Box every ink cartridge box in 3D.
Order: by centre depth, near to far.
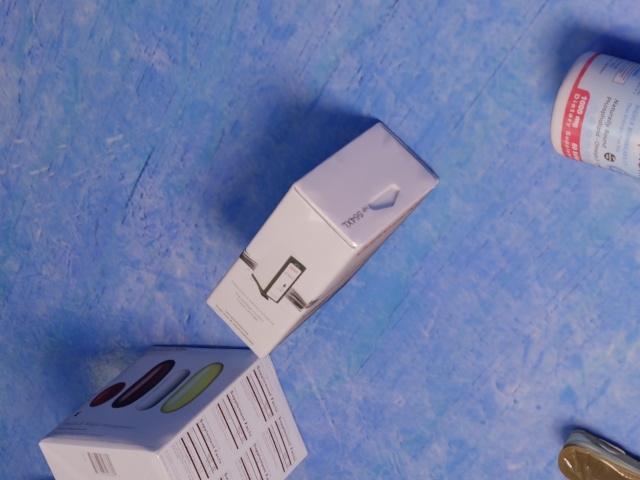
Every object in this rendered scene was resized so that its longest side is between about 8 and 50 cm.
[{"bbox_3d":[0.000,0.000,1.285,0.086,0.148,0.203,45,136,6],"label":"ink cartridge box"}]

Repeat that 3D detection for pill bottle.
[{"bbox_3d":[0.267,-0.087,1.056,0.160,0.087,0.087,20,130,27],"label":"pill bottle"}]

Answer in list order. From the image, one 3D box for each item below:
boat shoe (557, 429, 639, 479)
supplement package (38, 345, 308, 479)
[{"bbox_3d":[0.299,0.232,1.293,0.153,0.048,0.056,28,121,11],"label":"boat shoe"},{"bbox_3d":[-0.163,0.234,1.540,0.194,0.203,0.149,-2,117,39],"label":"supplement package"}]
